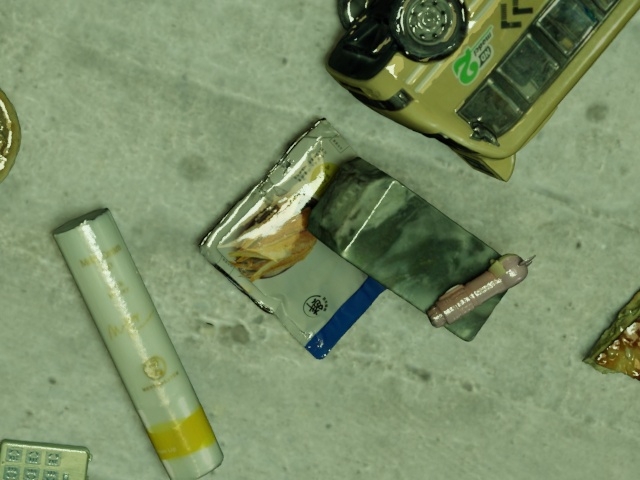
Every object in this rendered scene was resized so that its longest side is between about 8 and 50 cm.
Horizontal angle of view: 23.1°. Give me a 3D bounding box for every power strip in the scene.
[{"bbox_3d":[-0.258,0.209,1.461,0.090,0.016,0.040,7,98,-12],"label":"power strip"}]

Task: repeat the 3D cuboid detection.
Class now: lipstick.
[{"bbox_3d":[-0.166,0.097,1.440,0.059,0.059,0.264,-25,103,-6],"label":"lipstick"}]

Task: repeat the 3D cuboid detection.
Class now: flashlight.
[{"bbox_3d":[0.143,0.041,1.409,0.110,0.052,0.031,-31,80,-4],"label":"flashlight"}]

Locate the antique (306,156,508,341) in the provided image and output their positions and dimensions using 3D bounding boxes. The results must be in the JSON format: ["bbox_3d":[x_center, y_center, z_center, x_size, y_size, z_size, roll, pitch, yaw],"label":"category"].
[{"bbox_3d":[0.080,0.005,1.438,0.183,0.088,0.086,34,91,-27],"label":"antique"}]

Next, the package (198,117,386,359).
[{"bbox_3d":[0.000,0.000,1.470,0.173,0.027,0.171,43,87,-19],"label":"package"}]

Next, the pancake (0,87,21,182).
[{"bbox_3d":[-0.336,-0.094,1.390,0.139,0.022,0.139,-2,99,-11],"label":"pancake"}]

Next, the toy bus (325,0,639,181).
[{"bbox_3d":[0.183,-0.239,1.392,0.202,0.177,0.365,41,89,-21],"label":"toy bus"}]

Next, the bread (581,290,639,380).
[{"bbox_3d":[0.342,0.080,1.541,0.154,0.054,0.136,15,98,-19],"label":"bread"}]
